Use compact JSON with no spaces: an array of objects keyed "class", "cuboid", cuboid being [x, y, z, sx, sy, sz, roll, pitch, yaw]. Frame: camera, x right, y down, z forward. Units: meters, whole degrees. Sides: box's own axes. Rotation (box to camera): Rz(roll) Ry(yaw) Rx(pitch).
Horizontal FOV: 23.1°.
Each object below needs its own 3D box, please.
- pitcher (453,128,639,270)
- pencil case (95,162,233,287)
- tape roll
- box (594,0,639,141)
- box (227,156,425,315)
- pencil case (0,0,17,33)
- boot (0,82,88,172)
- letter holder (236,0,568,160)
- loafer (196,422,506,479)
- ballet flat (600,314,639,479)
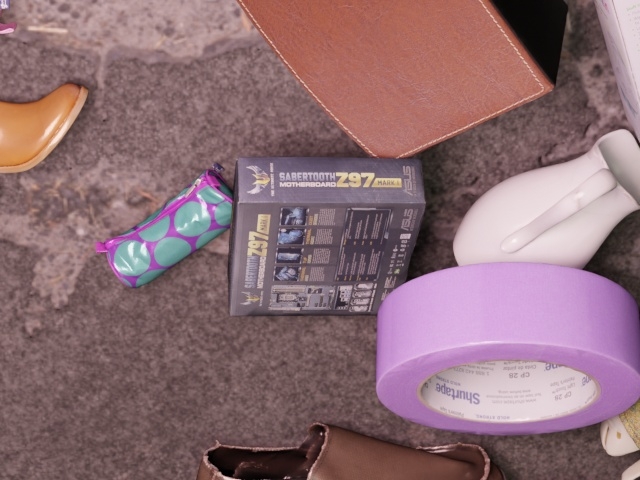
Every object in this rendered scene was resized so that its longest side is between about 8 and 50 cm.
[{"class":"pitcher","cuboid":[0.230,-0.019,1.593,0.207,0.178,0.125,-35,81,26]},{"class":"pencil case","cuboid":[-0.154,-0.013,1.628,0.151,0.064,0.070,-35,131,11]},{"class":"tape roll","cuboid":[0.195,0.118,1.633,0.275,0.090,0.275,1,154,0]},{"class":"box","cuboid":[0.414,-0.228,1.541,0.262,0.127,0.231,-20,116,5]},{"class":"box","cuboid":[0.000,0.000,1.593,0.183,0.059,0.233,-1,148,-6]},{"class":"pencil case","cuboid":[-0.430,-0.240,1.456,0.284,0.124,0.124,-3,117,-6]},{"class":"boot","cuboid":[-0.342,-0.128,1.550,0.197,0.073,0.152,-39,110,11]},{"class":"letter holder","cuboid":[0.060,-0.248,1.482,0.214,0.152,0.302,-25,118,31]},{"class":"loafer","cuboid":[0.027,0.275,1.752,0.366,0.134,0.130,-7,117,-2]},{"class":"ballet flat","cuboid":[0.385,0.239,1.788,0.123,0.123,0.348,-28,116,8]}]
